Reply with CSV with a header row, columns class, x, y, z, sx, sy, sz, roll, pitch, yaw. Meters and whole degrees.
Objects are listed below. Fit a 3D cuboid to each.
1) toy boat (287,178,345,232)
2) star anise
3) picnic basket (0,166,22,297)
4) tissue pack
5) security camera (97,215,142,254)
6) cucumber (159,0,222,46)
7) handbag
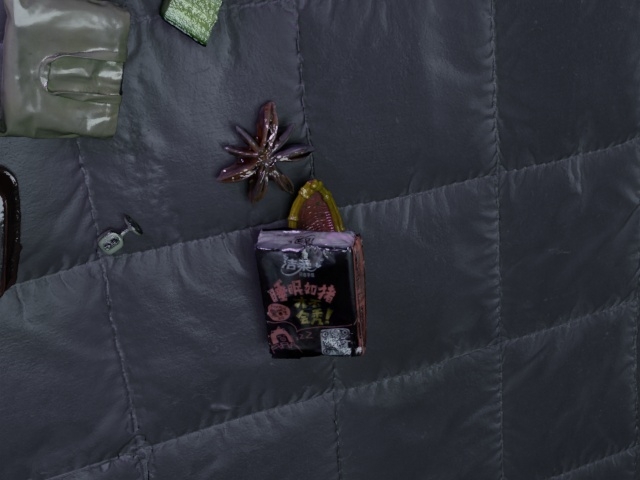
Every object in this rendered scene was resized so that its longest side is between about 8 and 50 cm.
class,x,y,z,sx,sy,sz,roll,pitch,yaw
toy boat,-0.003,-0.004,2.177,0.141,0.099,0.318,-19,117,-13
star anise,-0.121,-0.191,2.069,0.229,0.093,0.236,-4,105,-17
picnic basket,-0.706,0.002,1.851,0.222,0.129,0.297,0,108,-25
tissue pack,-0.015,0.122,2.133,0.244,0.123,0.332,0,123,9
security camera,-0.440,-0.007,2.013,0.092,0.058,0.058,-40,119,3
cucumber,-0.266,-0.481,1.919,0.115,0.062,0.116,29,87,-30
handbag,-0.512,-0.343,1.825,0.253,0.109,0.316,0,119,-27
